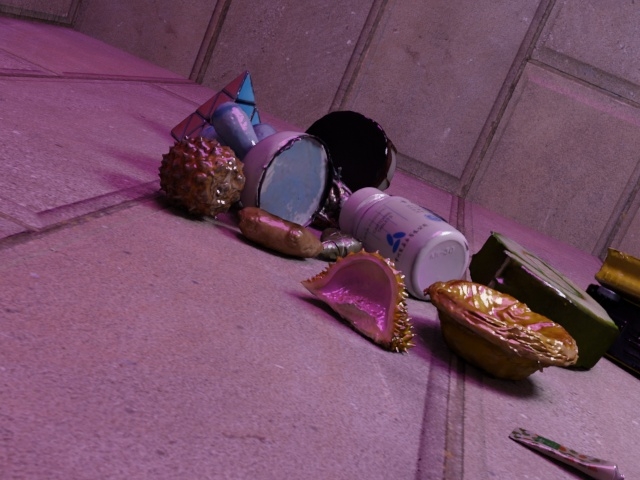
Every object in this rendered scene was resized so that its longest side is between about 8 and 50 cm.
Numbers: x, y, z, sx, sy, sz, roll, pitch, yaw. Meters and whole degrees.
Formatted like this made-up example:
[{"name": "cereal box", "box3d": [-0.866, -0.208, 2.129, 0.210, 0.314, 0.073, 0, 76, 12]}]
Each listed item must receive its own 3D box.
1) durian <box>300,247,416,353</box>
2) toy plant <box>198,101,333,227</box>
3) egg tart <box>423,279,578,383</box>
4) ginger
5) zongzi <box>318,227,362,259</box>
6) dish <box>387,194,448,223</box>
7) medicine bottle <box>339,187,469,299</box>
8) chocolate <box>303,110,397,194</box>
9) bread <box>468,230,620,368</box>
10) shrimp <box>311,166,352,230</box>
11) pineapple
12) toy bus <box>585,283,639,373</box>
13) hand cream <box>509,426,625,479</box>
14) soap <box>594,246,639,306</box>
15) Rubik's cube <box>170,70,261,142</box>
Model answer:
[{"name": "durian", "box3d": [0.080, 0.105, 1.426, 0.182, 0.165, 0.132, 5, 38, 47]}, {"name": "toy plant", "box3d": [-0.159, -0.171, 1.839, 0.332, 0.247, 0.247, 28, 13, 37]}, {"name": "egg tart", "box3d": [0.315, 0.169, 1.504, 0.295, 0.116, 0.295, 19, 14, -5]}, {"name": "ginger", "box3d": [-0.078, -0.012, 1.655, 0.190, 0.069, 0.095, 22, 18, -9]}, {"name": "zongzi", "box3d": [0.000, 0.000, 1.795, 0.130, 0.062, 0.154, -1, 18, -34]}, {"name": "dish", "box3d": [0.237, -0.055, 2.334, 0.236, 0.086, 0.228, 10, 17, -42]}, {"name": "medicine bottle", "box3d": [0.175, -0.002, 1.832, 0.170, 0.170, 0.293, 12, 16, -39]}, {"name": "chocolate", "box3d": [0.093, -0.230, 2.490, 0.284, 0.283, 0.186, 27, -2, 19]}, {"name": "bread", "box3d": [0.469, 0.126, 1.821, 0.382, 0.129, 0.366, 19, 20, -50]}, {"name": "shrimp", "box3d": [-0.006, -0.124, 2.013, 0.372, 0.172, 0.137, 29, 18, -6]}, {"name": "pineapple", "box3d": [-0.249, -0.134, 1.668, 0.166, 0.166, 0.193, 9, 18, -46]}, {"name": "toy bus", "box3d": [0.746, 0.231, 1.918, 0.151, 0.145, 0.331, 25, 6, -45]}, {"name": "hand cream", "box3d": [0.355, 0.310, 1.202, 0.165, 0.037, 0.057, 22, 11, 23]}, {"name": "soap", "box3d": [0.809, 0.137, 1.923, 0.315, 0.091, 0.199, 27, -7, 47]}, {"name": "Rubik's cube", "box3d": [-0.268, -0.293, 2.303, 0.229, 0.228, 0.233, -21, -14, -17]}]
